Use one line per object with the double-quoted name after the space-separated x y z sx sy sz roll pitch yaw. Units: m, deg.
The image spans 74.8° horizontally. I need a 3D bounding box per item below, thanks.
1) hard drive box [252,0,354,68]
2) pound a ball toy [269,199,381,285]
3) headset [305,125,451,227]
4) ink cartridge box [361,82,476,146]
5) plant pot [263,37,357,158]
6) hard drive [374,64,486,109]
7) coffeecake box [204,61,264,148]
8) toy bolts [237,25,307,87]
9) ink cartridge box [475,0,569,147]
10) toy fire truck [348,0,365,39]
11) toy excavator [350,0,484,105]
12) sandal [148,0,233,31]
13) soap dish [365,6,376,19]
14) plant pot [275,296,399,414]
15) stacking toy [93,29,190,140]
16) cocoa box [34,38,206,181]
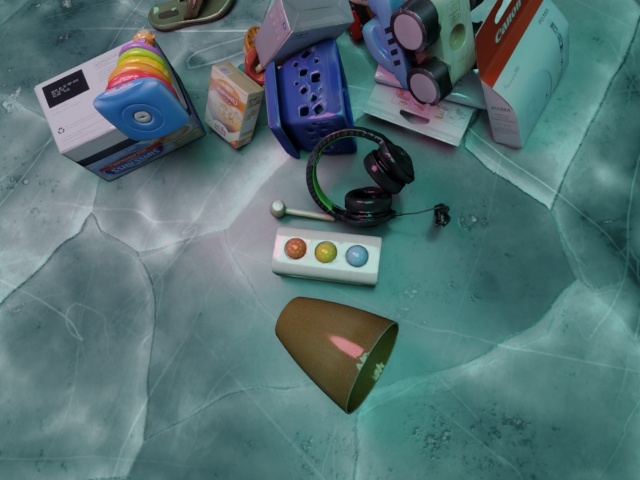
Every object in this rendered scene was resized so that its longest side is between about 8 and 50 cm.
-0.052 -0.543 1.086 0.181 0.232 0.089 -21 98 -24 "hard drive box"
0.000 0.000 1.112 0.320 0.135 0.208 7 77 7 "pound a ball toy"
0.159 -0.144 1.097 0.394 0.185 0.243 28 118 3 "headset"
0.305 -0.419 1.220 0.297 0.066 0.261 24 80 11 "ink cartridge box"
-0.027 -0.370 1.161 0.212 0.236 0.235 -10 76 10 "plant pot"
0.335 -0.507 1.162 0.319 0.040 0.210 19 93 9 "hard drive"
-0.252 -0.386 1.203 0.142 0.185 0.068 41 47 13 "coffeecake box"
-0.167 -0.518 1.271 0.218 0.159 0.228 41 58 -26 "toy bolts"
0.523 -0.473 1.054 0.091 0.385 0.308 26 80 36 "ink cartridge box"
0.090 -0.725 1.299 0.047 0.135 0.192 -20 113 26 "toy fire truck"
0.165 -0.591 1.045 0.222 0.432 0.445 -43 44 -13 "toy excavator"
-0.421 -0.770 1.362 0.303 0.086 0.120 -20 76 0 "sandal"
0.152 -0.799 1.254 0.118 0.229 0.290 -23 75 17 "soap dish"
0.023 0.247 1.024 0.255 0.237 0.237 26 80 26 "plant pot"
-0.434 -0.415 1.027 0.175 0.165 0.301 -15 64 10 "stacking toy"
-0.556 -0.369 1.204 0.347 0.228 0.231 -26 78 -2 "cocoa box"
